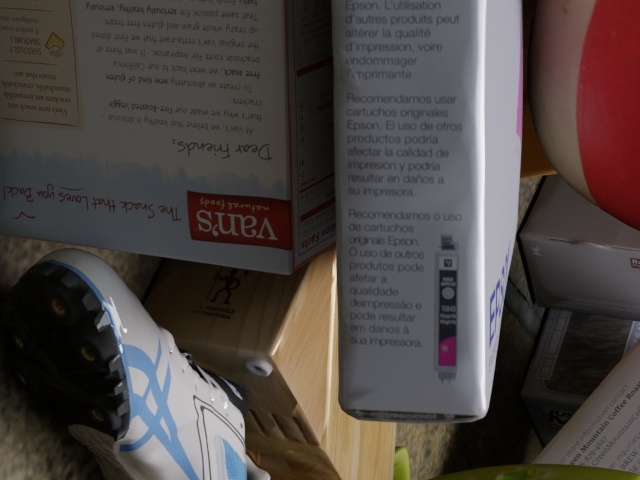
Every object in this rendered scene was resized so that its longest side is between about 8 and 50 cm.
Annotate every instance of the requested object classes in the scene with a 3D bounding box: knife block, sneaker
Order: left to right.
[{"bbox_3d":[-0.082,0.075,0.743,0.086,0.085,0.237,-48,146,-24],"label":"sneaker"},{"bbox_3d":[0.000,0.000,0.885,0.242,0.088,0.275,-64,147,-30],"label":"knife block"}]

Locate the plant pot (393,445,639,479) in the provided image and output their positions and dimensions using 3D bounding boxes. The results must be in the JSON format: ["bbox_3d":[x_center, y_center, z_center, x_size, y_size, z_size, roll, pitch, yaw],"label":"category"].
[{"bbox_3d":[0.067,0.265,0.947,0.227,0.207,0.228,-32,125,-52],"label":"plant pot"}]

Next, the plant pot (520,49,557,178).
[{"bbox_3d":[0.207,-0.156,1.152,0.205,0.205,0.187,-19,98,-60],"label":"plant pot"}]

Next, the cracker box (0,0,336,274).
[{"bbox_3d":[-0.069,-0.111,0.650,0.067,0.156,0.232,-31,125,-58],"label":"cracker box"}]

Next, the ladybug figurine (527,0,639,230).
[{"bbox_3d":[0.262,-0.124,0.798,0.305,0.162,0.449,-28,152,-10],"label":"ladybug figurine"}]

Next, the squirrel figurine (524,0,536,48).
[{"bbox_3d":[0.269,-0.361,0.999,0.281,0.397,0.370,79,7,-61],"label":"squirrel figurine"}]

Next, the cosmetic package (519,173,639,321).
[{"bbox_3d":[0.275,-0.048,1.366,0.238,0.127,0.107,-61,147,-32],"label":"cosmetic package"}]

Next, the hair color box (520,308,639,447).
[{"bbox_3d":[0.311,0.167,1.505,0.185,0.114,0.374,-67,150,-26],"label":"hair color box"}]

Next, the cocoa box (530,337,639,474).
[{"bbox_3d":[0.278,0.262,1.206,0.347,0.231,0.228,-48,147,-5],"label":"cocoa box"}]

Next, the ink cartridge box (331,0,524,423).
[{"bbox_3d":[0.060,-0.126,0.718,0.324,0.072,0.330,-57,149,-71],"label":"ink cartridge box"}]
